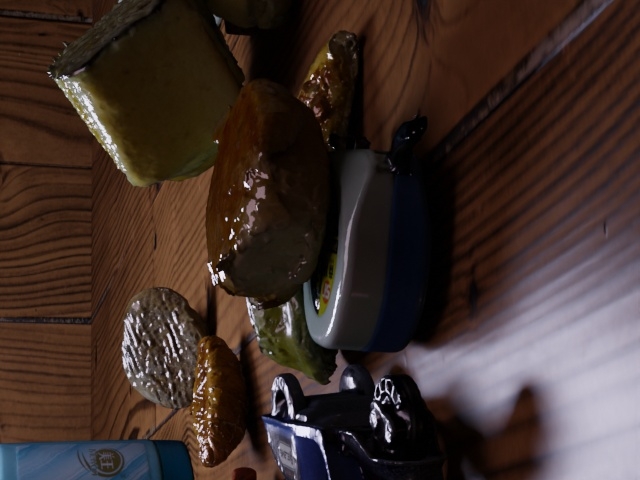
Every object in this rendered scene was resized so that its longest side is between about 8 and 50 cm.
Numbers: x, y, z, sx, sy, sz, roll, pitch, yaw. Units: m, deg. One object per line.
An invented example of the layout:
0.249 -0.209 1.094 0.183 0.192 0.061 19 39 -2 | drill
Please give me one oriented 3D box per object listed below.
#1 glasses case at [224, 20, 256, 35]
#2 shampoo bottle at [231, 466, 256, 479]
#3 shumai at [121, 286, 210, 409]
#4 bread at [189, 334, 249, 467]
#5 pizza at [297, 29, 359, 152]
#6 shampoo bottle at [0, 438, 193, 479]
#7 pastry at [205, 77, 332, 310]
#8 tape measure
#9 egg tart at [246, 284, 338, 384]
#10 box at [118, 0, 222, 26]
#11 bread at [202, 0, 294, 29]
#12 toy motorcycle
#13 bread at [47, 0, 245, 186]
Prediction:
-0.095 -0.396 1.787 0.218 0.049 0.075 117 151 -53 | glasses case
-0.112 0.428 1.669 0.085 0.085 0.244 -154 67 -71 | shampoo bottle
-0.256 0.176 2.110 0.153 0.161 0.210 -53 -56 -83 | shumai
-0.145 0.240 1.813 0.105 0.076 0.233 -56 26 38 | bread
-0.013 -0.099 1.427 0.197 0.058 0.292 -97 22 -54 | pizza
-0.421 0.523 2.211 0.331 0.342 0.331 -177 90 -73 | shampoo bottle
-0.052 -0.042 1.218 0.218 0.100 0.229 -130 50 -67 | pastry
0.058 0.001 1.138 0.351 0.097 0.215 -172 86 -80 | tape measure
-0.031 0.064 1.377 0.197 0.078 0.197 -8 -90 -80 | egg tart
-0.256 -0.445 2.135 0.312 0.175 0.182 126 151 -61 | box
-0.075 -0.341 1.656 0.110 0.156 0.103 44 143 24 | bread
0.037 0.229 1.174 0.358 0.125 0.213 166 100 -72 | toy motorcycle
-0.219 -0.211 1.740 0.264 0.239 0.395 57 -176 -20 | bread
